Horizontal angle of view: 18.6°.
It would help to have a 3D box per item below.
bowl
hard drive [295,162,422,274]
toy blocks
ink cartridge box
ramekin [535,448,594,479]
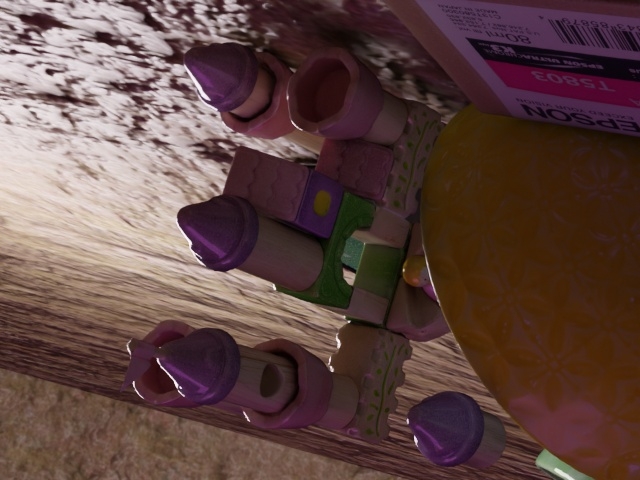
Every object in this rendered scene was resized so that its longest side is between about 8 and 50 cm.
[{"bbox_3d":[0.220,-0.003,1.224,0.289,0.289,0.156,24,140,-26],"label":"bowl"},{"bbox_3d":[0.137,0.021,1.798,0.237,0.064,0.339,4,162,47],"label":"hard drive"},{"bbox_3d":[0.000,0.000,1.387,0.309,0.288,0.260,11,171,40],"label":"toy blocks"},{"bbox_3d":[0.169,-0.128,1.078,0.235,0.088,0.193,10,164,29],"label":"ink cartridge box"},{"bbox_3d":[0.379,0.239,1.933,0.303,0.148,0.303,32,176,3],"label":"ramekin"}]
